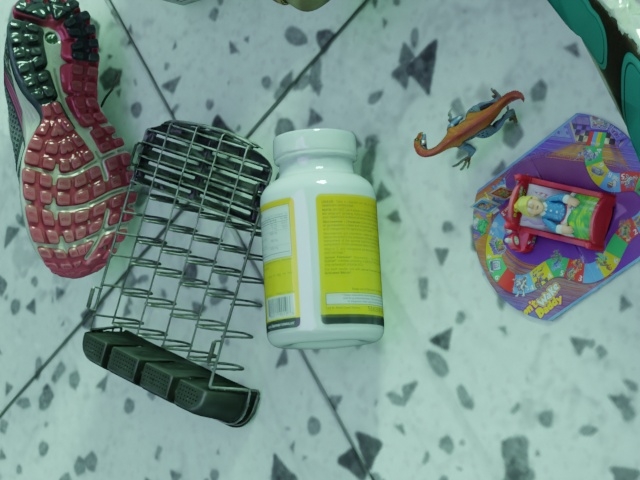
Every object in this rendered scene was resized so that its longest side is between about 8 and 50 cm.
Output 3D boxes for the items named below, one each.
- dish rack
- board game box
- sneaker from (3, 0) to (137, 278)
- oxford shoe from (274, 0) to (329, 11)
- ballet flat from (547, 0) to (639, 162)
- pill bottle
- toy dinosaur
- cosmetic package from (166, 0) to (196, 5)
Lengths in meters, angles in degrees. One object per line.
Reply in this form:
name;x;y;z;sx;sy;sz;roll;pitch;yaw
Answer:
dish rack;-0.126;0.024;1.343;0.208;0.074;0.271;20;96;39
board game box;0.184;-0.019;1.105;0.169;0.033;0.133;-39;61;31
sneaker;-0.268;-0.105;1.464;0.112;0.121;0.299;144;120;-65
oxford shoe;0.095;-0.303;1.144;0.130;0.123;0.348;46;111;5
ballet flat;0.257;-0.147;1.003;0.147;0.147;0.409;-39;62;30
pill bottle;0.000;0.000;1.214;0.103;0.103;0.184;-10;78;39
toy dinosaur;0.117;-0.096;1.147;0.082;0.090;0.047;-27;72;-13
cosmetic package;-0.124;-0.327;1.327;0.184;0.151;0.151;-8;80;41
